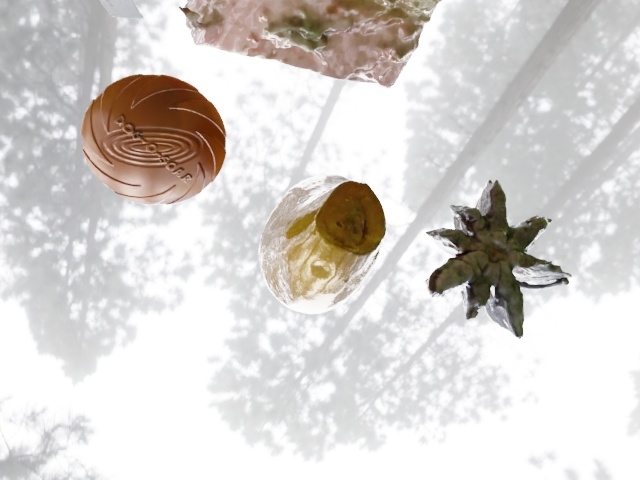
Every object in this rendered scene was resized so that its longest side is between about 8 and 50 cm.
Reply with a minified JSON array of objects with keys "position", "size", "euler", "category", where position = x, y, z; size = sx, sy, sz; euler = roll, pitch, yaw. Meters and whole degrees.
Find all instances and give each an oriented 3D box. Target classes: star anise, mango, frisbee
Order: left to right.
[{"position":[-0.219,-0.125,0.978],"size":[0.192,0.192,0.035],"euler":[10,-148,-14],"category":"frisbee"},{"position":[-0.002,0.004,0.962],"size":[0.144,0.359,0.187],"euler":[26,-86,-7],"category":"mango"},{"position":[0.238,0.030,1.037],"size":[0.236,0.093,0.229],"euler":[-16,-107,-22],"category":"star anise"}]

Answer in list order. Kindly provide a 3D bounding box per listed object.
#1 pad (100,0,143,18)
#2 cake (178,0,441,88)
[{"position":[-0.369,-0.450,1.113],"size":[0.009,0.265,0.159],"euler":[-44,-145,-16],"category":"pad"},{"position":[0.010,-0.396,0.916],"size":[0.314,0.306,0.293],"euler":[12,-144,-18],"category":"cake"}]
